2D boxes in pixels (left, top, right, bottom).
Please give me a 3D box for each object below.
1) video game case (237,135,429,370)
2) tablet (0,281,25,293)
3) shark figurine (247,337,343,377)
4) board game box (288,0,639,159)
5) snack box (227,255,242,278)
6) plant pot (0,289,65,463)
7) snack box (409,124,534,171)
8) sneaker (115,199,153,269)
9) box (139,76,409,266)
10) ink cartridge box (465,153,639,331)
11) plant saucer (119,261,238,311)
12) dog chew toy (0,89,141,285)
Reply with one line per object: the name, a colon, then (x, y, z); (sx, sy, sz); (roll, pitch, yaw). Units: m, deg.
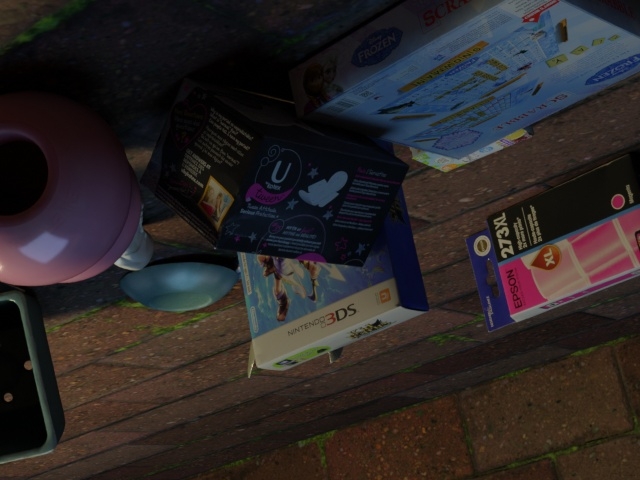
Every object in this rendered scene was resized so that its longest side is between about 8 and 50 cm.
video game case: (0.000, 0.000, 1.608); (0.244, 0.270, 0.061); (-26, 156, 35)
tablet: (-0.495, 0.076, 1.952); (0.054, 0.006, 0.083); (-16, 163, 11)
shark figurine: (-0.014, 0.190, 2.474); (0.278, 0.116, 0.166); (-13, 162, -4)
board game box: (0.185, -0.202, 1.442); (0.318, 0.066, 0.318); (-25, 158, 35)
snack box: (-0.093, 0.024, 2.038); (0.064, 0.022, 0.178); (-2, 160, -26)
plant pot: (-0.533, 0.219, 2.008); (0.247, 0.248, 0.252); (-13, 179, 0)
snack box: (0.201, -0.139, 1.700); (0.141, 0.037, 0.100); (-21, 160, 28)
sneaker: (-0.264, -0.019, 1.718); (0.094, 0.080, 0.212); (-50, 165, 8)
box: (-0.050, -0.077, 1.455); (0.247, 0.163, 0.142); (9, 113, -48)
ink cartridge box: (0.383, 0.011, 2.065); (0.069, 0.176, 0.371); (6, 155, -45)
plant saucer: (-0.228, 0.083, 2.068); (0.194, 0.038, 0.195); (-5, 160, -2)
dog chew toy: (-0.294, -0.043, 1.417); (0.206, 0.207, 0.332); (-13, 171, 3)
